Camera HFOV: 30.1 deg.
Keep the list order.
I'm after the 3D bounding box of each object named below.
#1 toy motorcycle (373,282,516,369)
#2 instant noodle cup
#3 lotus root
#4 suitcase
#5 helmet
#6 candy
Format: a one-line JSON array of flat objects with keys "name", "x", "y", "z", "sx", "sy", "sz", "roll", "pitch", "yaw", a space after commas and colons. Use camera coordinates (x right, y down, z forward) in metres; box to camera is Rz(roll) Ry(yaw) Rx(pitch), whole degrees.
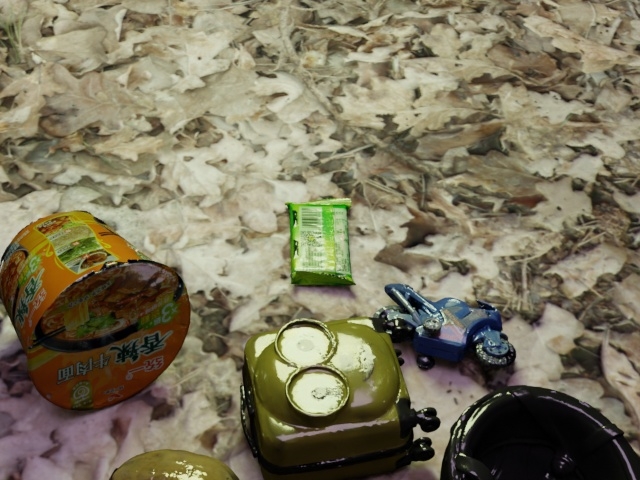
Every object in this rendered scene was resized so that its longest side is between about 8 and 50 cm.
[{"name": "toy motorcycle", "x": 0.175, "y": 0.118, "z": 1.650, "sx": 0.205, "sy": 0.076, "sz": 0.114, "roll": 14, "pitch": 39, "yaw": 12}, {"name": "instant noodle cup", "x": -0.309, "y": 0.079, "z": 1.566, "sx": 0.230, "sy": 0.230, "sz": 0.182, "roll": -24, "pitch": 43, "yaw": -23}, {"name": "lotus root", "x": -0.154, "y": 0.313, "z": 1.420, "sx": 0.221, "sy": 0.118, "sz": 0.125, "roll": 7, "pitch": 65, "yaw": 7}, {"name": "suitcase", "x": 0.015, "y": 0.197, "z": 1.515, "sx": 0.235, "sy": 0.143, "sz": 0.193, "roll": -8, "pitch": 49, "yaw": -10}, {"name": "helmet", "x": 0.261, "y": 0.315, "z": 1.413, "sx": 0.279, "sy": 0.160, "sz": 0.230, "roll": 41, "pitch": 57, "yaw": 11}, {"name": "candy", "x": 0.000, "y": 0.001, "z": 1.769, "sx": 0.102, "sy": 0.032, "sz": 0.178, "roll": 2, "pitch": 46, "yaw": -6}]
